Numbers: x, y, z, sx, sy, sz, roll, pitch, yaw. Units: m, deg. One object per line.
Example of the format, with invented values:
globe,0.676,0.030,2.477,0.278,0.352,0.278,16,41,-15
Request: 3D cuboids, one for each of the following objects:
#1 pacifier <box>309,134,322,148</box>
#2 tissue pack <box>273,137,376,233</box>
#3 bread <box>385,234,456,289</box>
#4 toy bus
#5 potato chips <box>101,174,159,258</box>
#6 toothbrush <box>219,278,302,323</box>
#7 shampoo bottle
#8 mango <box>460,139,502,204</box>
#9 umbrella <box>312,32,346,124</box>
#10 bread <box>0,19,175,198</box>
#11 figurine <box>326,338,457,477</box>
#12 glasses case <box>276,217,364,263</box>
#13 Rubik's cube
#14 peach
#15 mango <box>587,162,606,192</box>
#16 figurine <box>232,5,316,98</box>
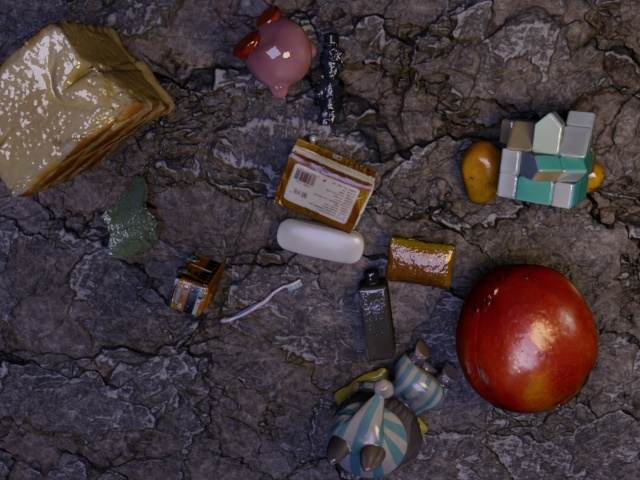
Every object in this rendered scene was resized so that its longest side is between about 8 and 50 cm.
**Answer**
pacifier,-0.020,-0.239,1.956,0.083,0.068,0.064,10,75,11
tissue pack,0.010,-0.132,1.933,0.226,0.092,0.183,21,134,-3
bread,0.259,0.054,1.974,0.172,0.103,0.131,7,108,7
toy bus,-0.330,0.119,2.024,0.114,0.201,0.098,21,108,-1
potato chips,-0.512,-0.061,2.070,0.167,0.059,0.228,0,107,18
toothbrush,-0.167,0.171,2.112,0.269,0.021,0.027,-28,96,15
shampoo bottle,0.150,0.196,2.046,0.079,0.080,0.246,-7,106,8
mango,0.407,-0.167,1.892,0.115,0.089,0.164,-8,110,25
umbrella,0.020,-0.399,1.891,0.071,0.080,0.224,13,108,40
bread,-0.614,-0.318,1.842,0.390,0.371,0.279,-35,95,12
figurine,0.183,0.493,1.979,0.266,0.377,0.361,38,109,-5
glasses case,0.000,0.000,2.016,0.234,0.059,0.092,11,106,5
Rubik's cube,0.525,-0.202,1.782,0.224,0.265,0.212,14,111,30
peach,0.492,0.233,1.871,0.370,0.370,0.369,2,107,7
mango,0.646,-0.152,1.883,0.114,0.057,0.078,-20,112,17
figurine,-0.101,-0.452,1.839,0.173,0.173,0.173,2,107,7
